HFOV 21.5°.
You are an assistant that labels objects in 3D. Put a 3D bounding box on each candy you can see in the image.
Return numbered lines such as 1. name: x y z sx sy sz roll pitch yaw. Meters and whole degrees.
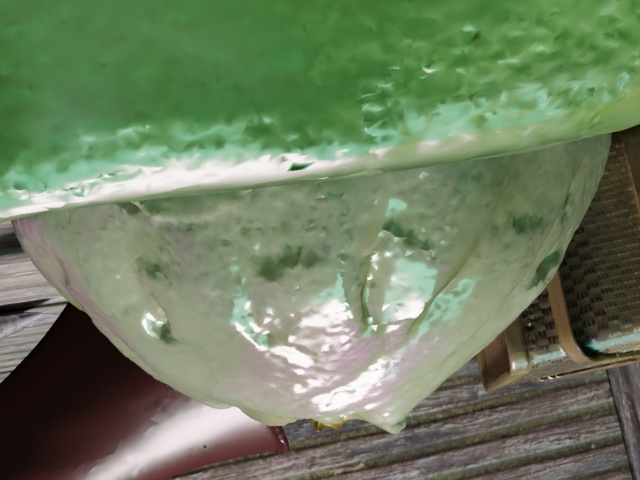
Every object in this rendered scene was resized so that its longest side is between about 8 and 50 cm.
1. candy: -0.063 -0.074 0.424 0.343 0.132 0.142 -9 -146 -10

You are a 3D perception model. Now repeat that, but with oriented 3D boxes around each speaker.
1. speaker: -0.226 0.114 1.120 0.329 0.259 0.198 -30 180 -13

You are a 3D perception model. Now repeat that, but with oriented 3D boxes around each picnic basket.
1. picnic basket: 0.183 0.018 1.278 0.139 0.165 0.267 -12 171 -1

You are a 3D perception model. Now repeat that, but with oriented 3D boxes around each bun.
1. bun: 0.000 0.000 0.787 0.293 0.187 0.293 -11 170 -2

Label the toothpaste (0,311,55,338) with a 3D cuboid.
1. toothpaste: -0.371 0.103 1.402 0.299 0.073 0.114 -16 175 -37
